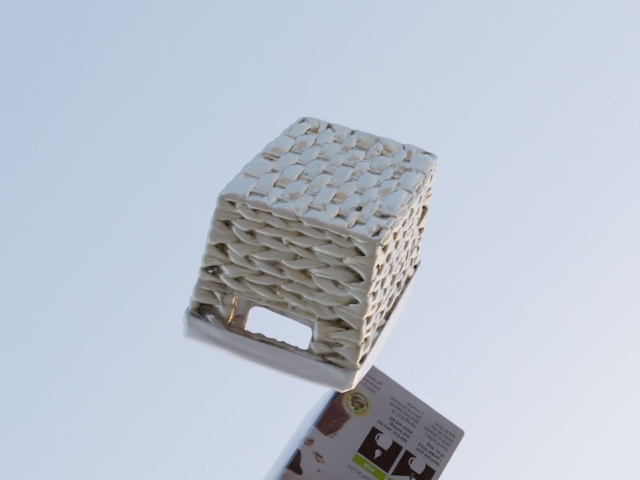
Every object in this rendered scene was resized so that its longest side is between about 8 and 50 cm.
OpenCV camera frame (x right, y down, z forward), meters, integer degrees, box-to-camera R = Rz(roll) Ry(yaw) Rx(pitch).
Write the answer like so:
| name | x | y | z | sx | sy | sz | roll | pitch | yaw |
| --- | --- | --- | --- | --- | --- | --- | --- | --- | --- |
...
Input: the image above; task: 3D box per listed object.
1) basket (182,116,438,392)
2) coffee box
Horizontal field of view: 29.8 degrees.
| name | x | y | z | sx | sy | sz | roll | pitch | yaw |
| --- | --- | --- | --- | --- | --- | --- | --- | --- | --- |
| basket | 0.000 | 0.000 | 0.750 | 0.113 | 0.167 | 0.103 | 17 | -64 | 11 |
| coffee box | -0.019 | 0.266 | 1.016 | 0.119 | 0.168 | 0.297 | 35 | -121 | 1 |
